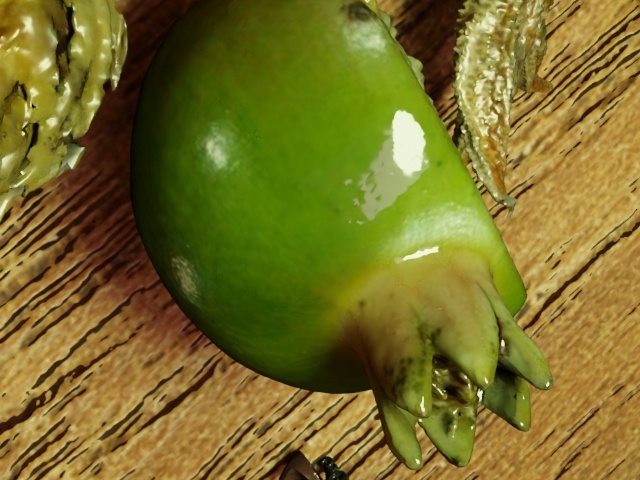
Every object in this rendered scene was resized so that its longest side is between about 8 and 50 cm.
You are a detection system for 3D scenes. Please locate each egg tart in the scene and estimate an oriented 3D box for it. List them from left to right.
[{"bbox_3d":[-0.245,-0.101,1.040,0.297,0.132,0.297,-9,108,-30],"label":"egg tart"}]

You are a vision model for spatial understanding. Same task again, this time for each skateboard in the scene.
[{"bbox_3d":[0.005,0.230,1.404,0.080,0.067,0.151,-34,118,-2],"label":"skateboard"}]

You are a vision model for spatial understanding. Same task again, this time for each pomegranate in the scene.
[{"bbox_3d":[0.000,0.000,1.138,0.216,0.358,0.310,-24,142,3],"label":"pomegranate"}]

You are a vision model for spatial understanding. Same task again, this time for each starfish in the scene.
[{"bbox_3d":[0.121,-0.162,1.228,0.301,0.084,0.293,-47,140,-55],"label":"starfish"}]
